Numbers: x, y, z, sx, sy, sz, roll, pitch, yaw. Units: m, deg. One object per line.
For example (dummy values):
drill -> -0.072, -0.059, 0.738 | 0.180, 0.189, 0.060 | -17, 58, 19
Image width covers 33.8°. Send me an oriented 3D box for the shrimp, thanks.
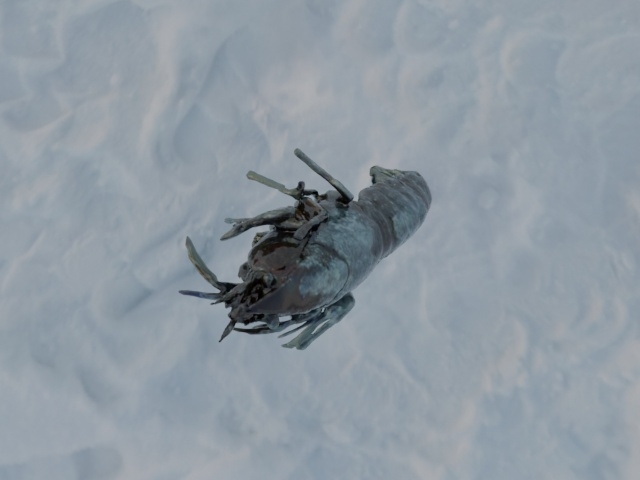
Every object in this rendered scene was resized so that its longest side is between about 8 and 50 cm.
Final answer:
shrimp -> 0.001, 0.001, 1.158 | 0.410, 0.166, 0.221 | -24, 113, -39
